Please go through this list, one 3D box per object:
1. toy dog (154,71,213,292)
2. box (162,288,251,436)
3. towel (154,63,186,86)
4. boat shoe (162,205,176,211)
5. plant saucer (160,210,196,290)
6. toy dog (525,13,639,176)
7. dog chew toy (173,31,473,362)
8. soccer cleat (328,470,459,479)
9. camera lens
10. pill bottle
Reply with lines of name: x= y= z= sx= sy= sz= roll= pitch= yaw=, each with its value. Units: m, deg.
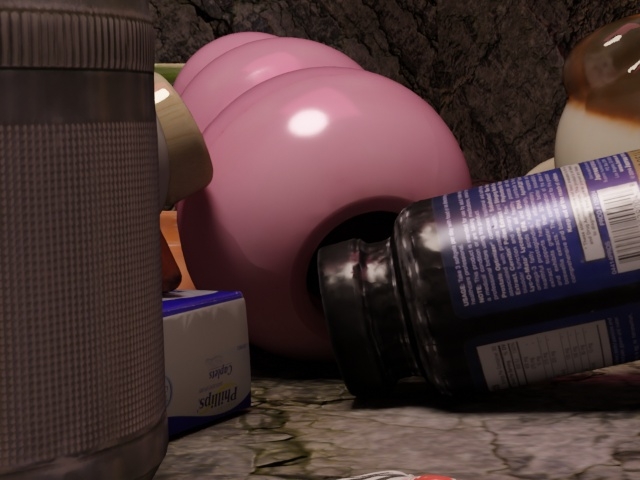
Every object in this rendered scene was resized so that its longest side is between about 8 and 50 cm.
toy dog: x=-0.146 y=-0.088 z=0.754 sx=0.161 sy=0.220 sz=0.333 roll=41 pitch=-5 yaw=40
box: x=-0.129 y=0.068 z=0.792 sx=0.137 sy=0.072 sz=0.126 roll=2 pitch=6 yaw=29
towel: x=-0.089 y=-0.057 z=1.383 sx=0.321 sy=0.090 sz=0.374 roll=4 pitch=-23 yaw=23
boat shoe: x=-0.240 y=-0.011 z=1.152 sx=0.116 sy=0.123 sz=0.324 roll=-7 pitch=8 yaw=32
plant saucer: x=-0.084 y=0.030 z=1.117 sx=0.200 sy=0.037 sz=0.200 roll=12 pitch=20 yaw=-5
toy dog: x=0.343 y=-0.095 z=1.241 sx=0.395 sy=0.284 sz=0.408 roll=5 pitch=8 yaw=26
dog chew toy: x=-0.023 y=-0.055 z=1.031 sx=0.207 sy=0.206 sz=0.332 roll=-3 pitch=29 yaw=-21
soccer cleat: x=0.036 y=0.106 z=0.567 sx=0.083 sy=0.029 sz=0.035 roll=-4 pitch=8 yaw=25
camera lens: x=-0.174 y=-0.013 z=0.563 sx=0.219 sy=0.274 sz=0.219 roll=-1 pitch=5 yaw=0
pill bottle: x=0.115 y=0.025 z=0.833 sx=0.219 sy=0.122 sz=0.123 roll=-13 pitch=4 yaw=8
